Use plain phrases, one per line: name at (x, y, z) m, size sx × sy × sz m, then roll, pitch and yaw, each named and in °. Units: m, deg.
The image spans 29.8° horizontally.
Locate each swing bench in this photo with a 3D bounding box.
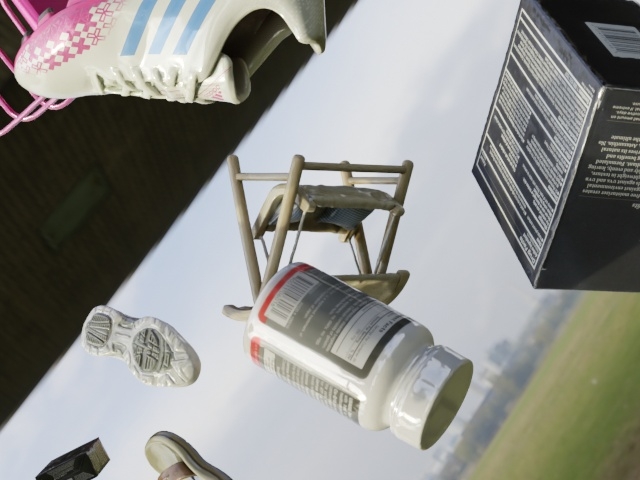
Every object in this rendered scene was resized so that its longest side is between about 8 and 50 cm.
swing bench at (0.000, 0.000, 1.834) m, size 0.253 × 0.165 × 0.255 m, roll -1°, pitch -87°, yaw -43°

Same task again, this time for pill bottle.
pill bottle at (0.051, 0.156, 1.622) m, size 0.161 × 0.283 × 0.161 m, roll -45°, pitch -29°, yaw -34°

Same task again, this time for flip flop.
flip flop at (-0.183, 0.354, 1.705) m, size 0.080 × 0.277 × 0.112 m, roll -41°, pitch -56°, yaw -19°

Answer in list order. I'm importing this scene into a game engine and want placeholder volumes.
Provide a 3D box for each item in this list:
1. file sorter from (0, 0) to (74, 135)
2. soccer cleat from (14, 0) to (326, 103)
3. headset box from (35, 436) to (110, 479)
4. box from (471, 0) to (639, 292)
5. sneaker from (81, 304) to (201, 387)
file sorter at (-0.343, -0.278, 1.509) m, size 0.182 × 0.202 × 0.291 m, roll -33°, pitch 6°, yaw 28°
soccer cleat at (-0.144, -0.176, 1.115) m, size 0.331 × 0.143 × 0.116 m, roll -21°, pitch -11°, yaw 24°
headset box at (-0.269, 0.248, 1.315) m, size 0.062 × 0.032 × 0.083 m, roll -26°, pitch 4°, yaw 3°
box at (0.351, -0.133, 1.580) m, size 0.296 × 0.182 × 0.294 m, roll -107°, pitch 25°, yaw -53°
sneaker at (-0.232, 0.152, 1.712) m, size 0.115 × 0.232 × 0.090 m, roll 20°, pitch -90°, yaw -47°
